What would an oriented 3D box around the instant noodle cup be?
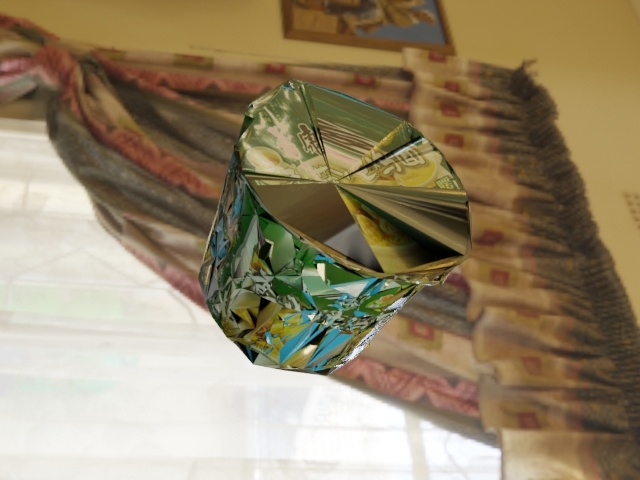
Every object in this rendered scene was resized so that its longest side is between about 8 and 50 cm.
[{"bbox_3d":[0.000,0.000,0.836,0.240,0.240,0.178,-97,-152,-42],"label":"instant noodle cup"}]
